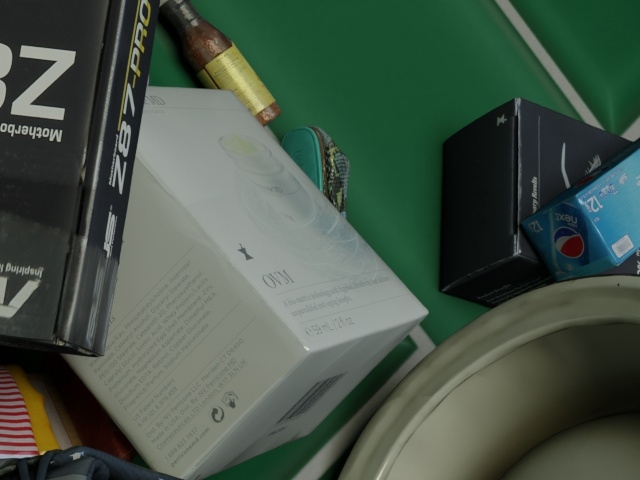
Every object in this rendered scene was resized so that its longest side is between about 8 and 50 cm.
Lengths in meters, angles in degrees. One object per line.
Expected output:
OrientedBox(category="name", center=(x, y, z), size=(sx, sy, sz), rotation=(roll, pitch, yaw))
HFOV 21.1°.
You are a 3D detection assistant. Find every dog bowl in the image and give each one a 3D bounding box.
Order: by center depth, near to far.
OrientedBox(category="dog bowl", center=(0.192, 0.235, 1.224), size=(0.150, 0.408, 0.408), rotation=(40, 51, -37))

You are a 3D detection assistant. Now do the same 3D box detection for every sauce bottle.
OrientedBox(category="sauce bottle", center=(-0.083, -0.144, 1.391), size=(0.042, 0.042, 0.128), rotation=(-39, 97, -39))

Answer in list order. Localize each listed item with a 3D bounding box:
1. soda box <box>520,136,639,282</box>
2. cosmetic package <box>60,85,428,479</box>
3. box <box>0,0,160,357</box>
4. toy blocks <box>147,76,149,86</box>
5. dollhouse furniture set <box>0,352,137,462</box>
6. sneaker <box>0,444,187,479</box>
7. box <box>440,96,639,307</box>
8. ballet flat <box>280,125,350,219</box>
OrientedBox(category="soda box", center=(0.265, -0.041, 1.436), size=(0.210, 0.071, 0.067), rotation=(-32, 92, -40))
OrientedBox(category="cosmetic package", center=(-0.077, 0.020, 1.135), size=(0.225, 0.138, 0.224), rotation=(47, 18, 12))
OrientedBox(category="box", center=(-0.300, -0.113, 1.012), size=(0.395, 0.097, 0.318), rotation=(8, 83, 8))
OrientedBox(category="toy blocks", center=(-0.253, -0.230, 1.166), size=(0.309, 0.260, 0.288), rotation=(13, 65, -31))
OrientedBox(category="dollhouse furniture set", center=(-0.183, 0.227, 1.003), size=(0.201, 0.152, 0.374), rotation=(-2, 44, -37))
OrientedBox(category="sneaker", center=(-0.174, 0.149, 0.905), size=(0.300, 0.121, 0.111), rotation=(7, 56, -32))
OrientedBox(category="box", center=(0.217, -0.013, 1.507), size=(0.207, 0.108, 0.153), rotation=(19, 62, -28))
OrientedBox(category="ballet flat", center=(0.000, 0.000, 1.383), size=(0.070, 0.070, 0.188), rotation=(15, 67, -30))
